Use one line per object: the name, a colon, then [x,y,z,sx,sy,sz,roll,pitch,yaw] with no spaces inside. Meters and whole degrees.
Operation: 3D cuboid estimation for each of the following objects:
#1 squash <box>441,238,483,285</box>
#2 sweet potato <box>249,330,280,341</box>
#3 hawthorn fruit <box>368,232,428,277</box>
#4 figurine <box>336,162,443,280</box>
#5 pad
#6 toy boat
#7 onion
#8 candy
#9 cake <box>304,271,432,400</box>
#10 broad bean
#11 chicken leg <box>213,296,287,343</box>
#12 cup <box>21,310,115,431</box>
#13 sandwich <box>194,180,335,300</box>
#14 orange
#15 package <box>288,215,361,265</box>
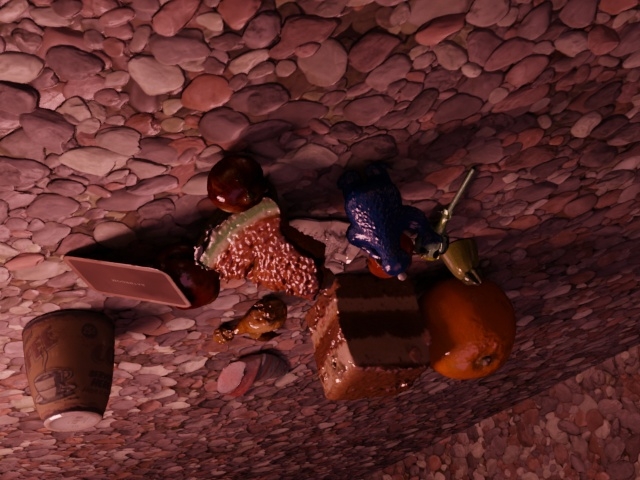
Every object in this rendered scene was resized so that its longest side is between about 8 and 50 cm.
squash: [0.387,0.076,1.917,0.105,0.132,0.105,-11,148,-7]
sweet potato: [-0.156,0.272,2.108,0.049,0.049,0.117,-33,151,30]
hawthorn fruit: [0.172,0.032,1.750,0.125,0.140,0.125,-34,136,-41]
figurine: [0.122,-0.043,1.486,0.164,0.262,0.120,-37,154,10]
pad: [-0.427,0.093,1.594,0.266,0.002,0.176,7,150,18]
toy boat: [-0.188,0.429,2.341,0.282,0.096,0.206,8,130,-49]
onion: [-0.165,-0.107,1.387,0.118,0.118,0.117,-4,121,-17]
candy: [0.301,-0.062,1.719,0.091,0.083,0.305,-31,155,-36]
cake: [0.126,0.266,1.983,0.282,0.290,0.256,0,146,-18]
broad bean: [-0.309,0.091,1.655,0.156,0.122,0.228,-11,147,-8]
chicken leg: [-0.196,0.231,1.985,0.251,0.087,0.107,-26,157,30]
cup: [-0.645,0.355,1.831,0.227,0.257,0.301,5,147,-27]
sandwich: [-0.096,0.012,1.565,0.301,0.162,0.250,38,120,-12]
orange: [0.407,0.246,2.055,0.312,0.312,0.312,-11,150,-6]
package: [0.000,0.000,1.723,0.232,0.040,0.166,7,142,-19]
